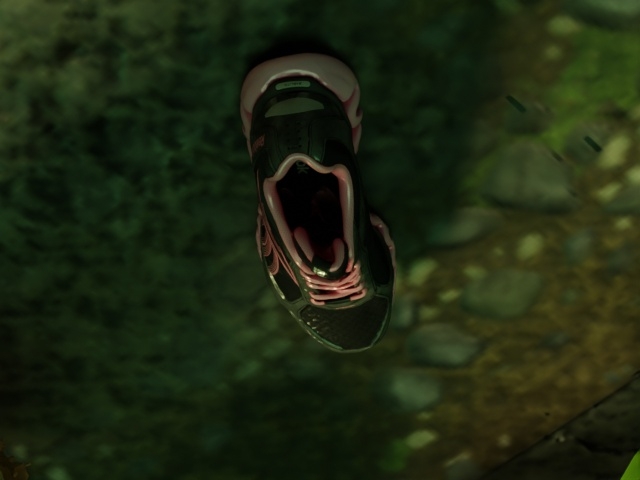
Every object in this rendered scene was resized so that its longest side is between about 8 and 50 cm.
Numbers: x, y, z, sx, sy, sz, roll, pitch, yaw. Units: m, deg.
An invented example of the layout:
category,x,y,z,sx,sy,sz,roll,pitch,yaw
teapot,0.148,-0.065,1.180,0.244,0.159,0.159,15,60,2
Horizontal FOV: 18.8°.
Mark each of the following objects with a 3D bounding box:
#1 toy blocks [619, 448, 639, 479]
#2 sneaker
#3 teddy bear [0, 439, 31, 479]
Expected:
category,x,y,z,sx,sy,sz,roll,pitch,yaw
toy blocks,0.119,0.266,0.750,0.261,0.191,0.381,19,105,-35
sneaker,0.000,0.000,0.625,0.047,0.057,0.119,-13,131,4
teddy bear,-0.212,0.194,0.646,0.245,0.338,0.113,9,155,46
